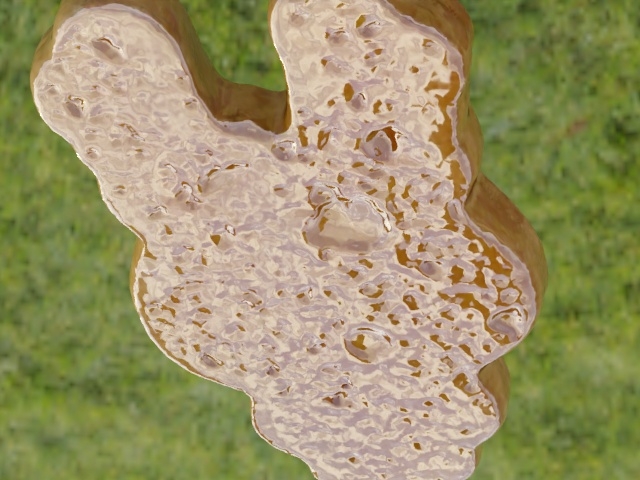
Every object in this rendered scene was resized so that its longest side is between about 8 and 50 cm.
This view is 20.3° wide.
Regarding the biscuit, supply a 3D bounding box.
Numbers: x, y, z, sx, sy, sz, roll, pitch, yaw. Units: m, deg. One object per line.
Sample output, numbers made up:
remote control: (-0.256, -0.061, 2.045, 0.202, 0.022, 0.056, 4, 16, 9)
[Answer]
biscuit: (0.000, 0.000, 0.843, 0.202, 0.047, 0.334, -8, 131, 18)
